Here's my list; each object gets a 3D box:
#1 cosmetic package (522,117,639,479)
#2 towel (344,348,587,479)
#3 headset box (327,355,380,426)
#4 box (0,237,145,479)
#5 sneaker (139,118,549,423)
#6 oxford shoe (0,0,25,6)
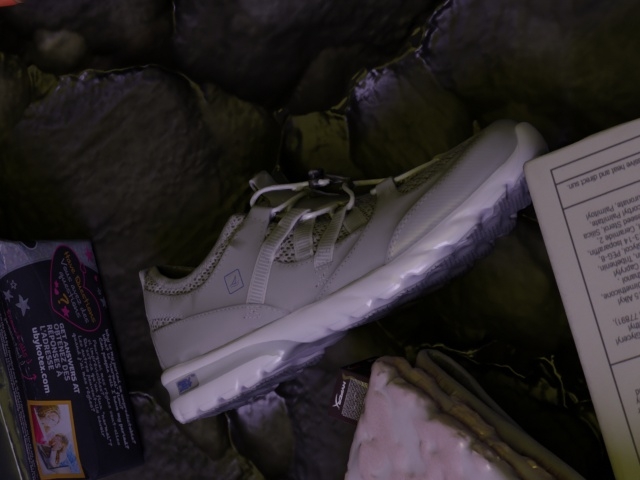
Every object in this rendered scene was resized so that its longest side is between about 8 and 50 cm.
[{"bbox_3d":[0.225,0.086,0.670,0.160,0.113,0.310,-20,72,21],"label":"cosmetic package"},{"bbox_3d":[0.100,0.261,0.675,0.332,0.053,0.317,40,127,50],"label":"towel"},{"bbox_3d":[0.055,0.097,0.802,0.083,0.062,0.032,16,98,22],"label":"headset box"},{"bbox_3d":[-0.265,0.102,0.891,0.247,0.142,0.163,-16,84,21],"label":"box"},{"bbox_3d":[0.000,0.000,0.798,0.281,0.105,0.115,-32,80,20],"label":"sneaker"},{"bbox_3d":[-0.178,-0.289,0.883,0.098,0.097,0.271,-4,95,2],"label":"oxford shoe"}]
